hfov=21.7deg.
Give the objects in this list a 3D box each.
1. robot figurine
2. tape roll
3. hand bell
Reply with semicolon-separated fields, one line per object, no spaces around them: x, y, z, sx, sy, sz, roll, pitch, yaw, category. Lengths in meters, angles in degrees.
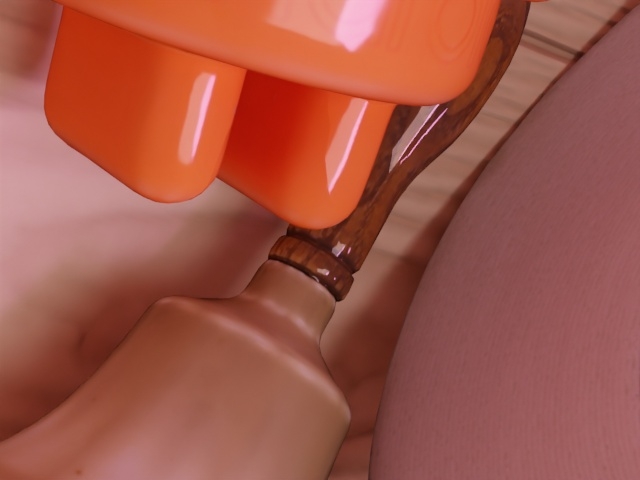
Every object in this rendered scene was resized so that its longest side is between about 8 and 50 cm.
-0.002;-0.117;0.412;0.158;0.128;0.219;17;101;4;robot figurine
0.192;0.030;0.426;0.392;0.392;0.072;-47;126;-8;tape roll
0.000;0.000;0.491;0.126;0.126;0.242;42;70;-36;hand bell
